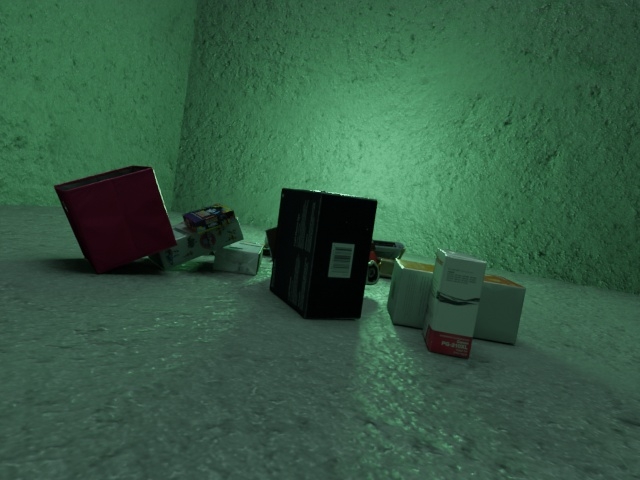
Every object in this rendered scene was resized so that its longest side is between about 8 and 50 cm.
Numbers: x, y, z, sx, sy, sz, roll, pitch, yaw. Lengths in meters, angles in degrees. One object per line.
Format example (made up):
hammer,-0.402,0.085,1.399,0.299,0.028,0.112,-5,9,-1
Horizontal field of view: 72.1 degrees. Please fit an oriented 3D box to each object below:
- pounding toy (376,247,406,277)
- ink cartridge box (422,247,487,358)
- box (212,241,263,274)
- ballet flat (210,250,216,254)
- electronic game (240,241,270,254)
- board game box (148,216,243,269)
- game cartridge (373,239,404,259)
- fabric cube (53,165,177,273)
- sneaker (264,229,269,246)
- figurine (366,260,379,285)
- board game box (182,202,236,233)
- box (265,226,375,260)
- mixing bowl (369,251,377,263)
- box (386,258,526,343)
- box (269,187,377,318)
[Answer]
pounding toy,0.335,0.096,2.203,0.154,0.154,0.269,13,4,13
ink cartridge box,0.331,0.149,1.105,0.100,0.236,0.172,10,5,7
box,-0.323,0.063,1.767,0.169,0.087,0.290,9,5,-4
ballet flat,-0.497,0.034,1.959,0.231,0.077,0.077,0,31,-46
electronic game,-0.345,0.033,2.301,0.230,0.048,0.229,9,5,-1
board game box,-0.473,-0.010,1.620,0.304,0.097,0.224,-25,24,-29
game cartridge,0.268,0.071,2.300,0.298,0.062,0.198,6,-33,-30
fabric cube,-0.646,-0.080,1.392,0.259,0.257,0.254,-24,23,-31
sneaker,-0.173,0.012,2.278,0.258,0.091,0.094,25,-33,-37
figurine,0.075,0.126,1.658,0.215,0.092,0.210,-11,10,-31
board game box,-0.397,-0.081,1.561,0.141,0.048,0.170,-21,22,-27
box,0.000,0.000,1.687,0.382,0.190,0.143,-16,-5,18
mixing bowl,0.194,0.085,2.078,0.182,0.098,0.181,12,-15,3
box,0.391,0.175,1.324,0.346,0.168,0.215,10,5,3
box,-0.005,0.024,1.308,0.179,0.342,0.313,5,7,-26
